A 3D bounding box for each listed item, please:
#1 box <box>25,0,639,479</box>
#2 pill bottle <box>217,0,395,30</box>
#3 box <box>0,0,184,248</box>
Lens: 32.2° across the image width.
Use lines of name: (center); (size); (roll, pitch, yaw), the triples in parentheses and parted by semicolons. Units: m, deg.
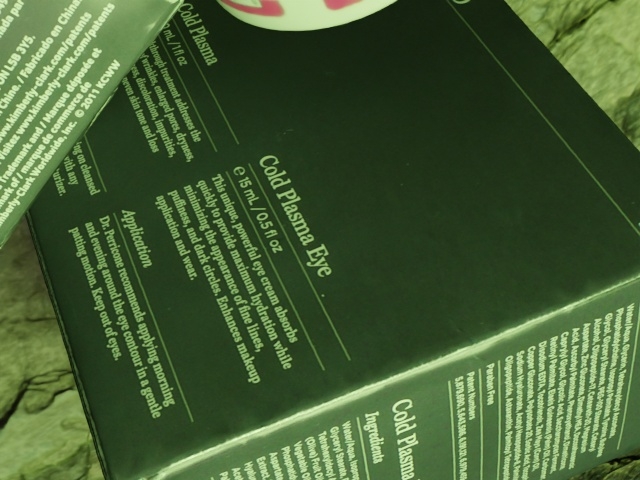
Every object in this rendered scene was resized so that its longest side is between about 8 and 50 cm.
box: (0.000, 0.000, 0.673); (0.312, 0.343, 0.179); (-21, 140, -8)
pill bottle: (-0.036, -0.249, 0.521); (0.160, 0.160, 0.283); (-29, 142, 1)
box: (-0.209, -0.140, 0.431); (0.270, 0.165, 0.143); (30, 111, -31)
